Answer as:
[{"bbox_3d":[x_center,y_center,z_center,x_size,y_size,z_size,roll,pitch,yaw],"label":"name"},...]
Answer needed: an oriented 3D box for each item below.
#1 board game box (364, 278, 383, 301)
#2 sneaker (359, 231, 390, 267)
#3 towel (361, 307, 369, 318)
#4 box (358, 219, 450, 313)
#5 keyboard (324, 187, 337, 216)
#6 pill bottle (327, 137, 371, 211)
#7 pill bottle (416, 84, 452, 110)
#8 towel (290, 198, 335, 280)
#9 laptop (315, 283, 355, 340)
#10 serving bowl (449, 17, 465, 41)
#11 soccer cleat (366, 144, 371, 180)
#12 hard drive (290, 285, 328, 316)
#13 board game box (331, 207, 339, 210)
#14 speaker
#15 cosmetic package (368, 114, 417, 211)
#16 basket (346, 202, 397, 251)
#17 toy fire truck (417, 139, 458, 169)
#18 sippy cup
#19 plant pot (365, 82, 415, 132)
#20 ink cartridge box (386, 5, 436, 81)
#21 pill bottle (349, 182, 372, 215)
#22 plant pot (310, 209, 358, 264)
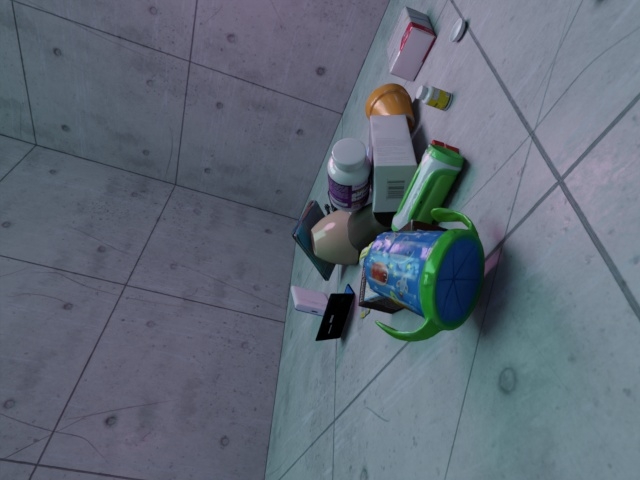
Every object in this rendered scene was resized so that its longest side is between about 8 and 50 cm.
[{"bbox_3d":[0.178,0.126,1.266,0.154,0.026,0.103,136,146,-69],"label":"board game box"},{"bbox_3d":[0.222,0.074,1.654,0.240,0.091,0.126,120,162,-48],"label":"sneaker"},{"bbox_3d":[0.188,0.287,1.735,0.083,0.009,0.060,123,160,-57],"label":"towel"},{"bbox_3d":[0.257,0.098,1.334,0.381,0.143,0.191,125,157,-64],"label":"box"},{"bbox_3d":[0.063,-0.222,2.264,0.317,0.033,0.201,-98,25,-66],"label":"keyboard"},{"bbox_3d":[0.113,-0.254,1.629,0.301,0.169,0.169,81,-163,-63],"label":"pill bottle"},{"bbox_3d":[0.406,-0.514,1.491,0.065,0.116,0.065,-164,90,-79],"label":"pill bottle"},{"bbox_3d":[0.000,0.000,2.194,0.040,0.370,0.271,-5,44,36],"label":"towel"},{"bbox_3d":[0.060,0.332,1.969,0.137,0.264,0.234,25,102,42],"label":"laptop"},{"bbox_3d":[0.515,-0.780,1.552,0.083,0.027,0.083,-165,90,-78],"label":"serving bowl"},{"bbox_3d":[0.253,-0.392,2.074,0.143,0.116,0.331,-87,17,-48],"label":"soccer cleat"},{"bbox_3d":[-0.052,0.338,2.319,0.318,0.210,0.040,-127,53,-76],"label":"hard drive"},{"bbox_3d":[0.165,-0.294,2.303,0.144,0.142,0.275,132,151,-66],"label":"board game box"},{"bbox_3d":[0.333,-0.144,1.316,0.131,0.131,0.296,-94,23,-60],"label":"speaker"},{"bbox_3d":[0.272,-0.311,1.628,0.385,0.156,0.217,-88,-4,-49],"label":"cosmetic package"},{"bbox_3d":[0.224,-0.079,1.724,0.227,0.154,0.204,139,140,-64],"label":"basket"},{"bbox_3d":[0.390,-0.267,1.414,0.192,0.047,0.135,116,163,-46],"label":"toy fire truck"},{"bbox_3d":[0.238,0.073,1.004,0.224,0.305,0.240,14,121,45],"label":"sippy cup"},{"bbox_3d":[0.320,-0.546,1.816,0.188,0.205,0.205,-107,31,-41],"label":"plant pot"},{"bbox_3d":[0.419,-0.933,1.970,0.306,0.131,0.226,-83,14,-45],"label":"ink cartridge box"},{"bbox_3d":[0.193,-0.207,1.999,0.283,0.161,0.161,-102,30,-67],"label":"pill bottle"},{"bbox_3d":[0.057,-0.006,2.049,0.284,0.191,0.284,171,90,-83],"label":"plant pot"}]
